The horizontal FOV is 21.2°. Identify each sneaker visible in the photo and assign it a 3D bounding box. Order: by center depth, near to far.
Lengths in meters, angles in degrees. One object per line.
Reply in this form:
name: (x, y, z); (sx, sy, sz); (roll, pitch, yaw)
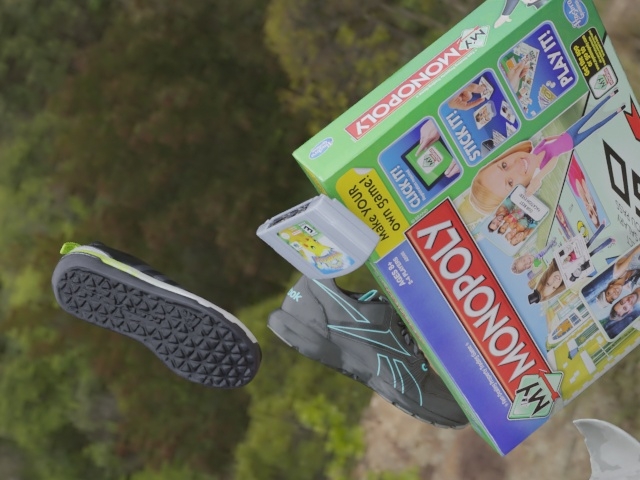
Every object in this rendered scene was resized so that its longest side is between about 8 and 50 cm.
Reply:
sneaker: (-0.157, 0.061, 1.718); (0.084, 0.235, 0.097); (-60, 2, 25)
sneaker: (0.074, 0.124, 1.939); (0.106, 0.267, 0.101); (-59, 15, -2)

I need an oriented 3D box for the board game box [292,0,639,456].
board game box: (0.140, -0.013, 1.185); (0.213, 0.317, 0.046); (-40, 41, -6)

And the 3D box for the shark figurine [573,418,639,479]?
shark figurine: (0.172, 0.181, 1.125); (0.278, 0.116, 0.166); (-25, 14, 14)

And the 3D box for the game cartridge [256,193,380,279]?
game cartridge: (0.000, 0.000, 1.090); (0.083, 0.056, 0.017); (-25, 33, 57)
